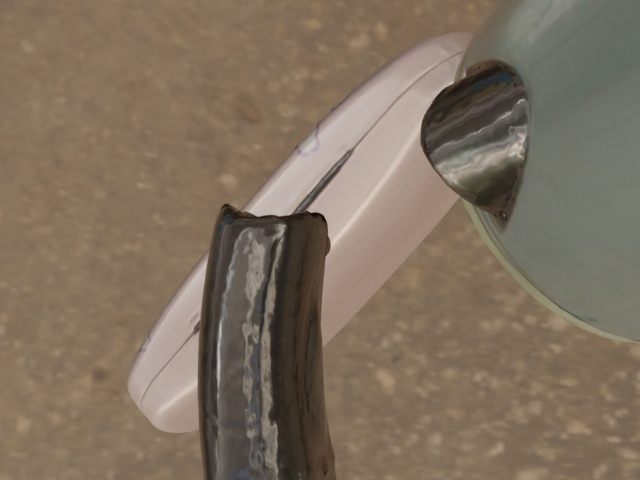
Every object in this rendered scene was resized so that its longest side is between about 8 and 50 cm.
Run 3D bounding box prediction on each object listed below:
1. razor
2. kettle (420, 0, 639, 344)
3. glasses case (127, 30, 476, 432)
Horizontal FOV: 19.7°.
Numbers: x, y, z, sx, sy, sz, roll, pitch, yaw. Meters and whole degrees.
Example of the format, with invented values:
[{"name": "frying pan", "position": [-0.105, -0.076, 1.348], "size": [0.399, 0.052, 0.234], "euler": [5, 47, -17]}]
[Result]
[{"name": "razor", "position": [-0.023, 0.058, 0.789], "size": [0.054, 0.090, 0.148], "euler": [-2, 88, 8]}, {"name": "kettle", "position": [0.155, -0.063, 0.431], "size": [0.243, 0.210, 0.160], "euler": [-38, 65, 63]}, {"name": "glasses case", "position": [0.000, 0.000, 1.041], "size": [0.075, 0.113, 0.297], "euler": [48, 112, 19]}]
